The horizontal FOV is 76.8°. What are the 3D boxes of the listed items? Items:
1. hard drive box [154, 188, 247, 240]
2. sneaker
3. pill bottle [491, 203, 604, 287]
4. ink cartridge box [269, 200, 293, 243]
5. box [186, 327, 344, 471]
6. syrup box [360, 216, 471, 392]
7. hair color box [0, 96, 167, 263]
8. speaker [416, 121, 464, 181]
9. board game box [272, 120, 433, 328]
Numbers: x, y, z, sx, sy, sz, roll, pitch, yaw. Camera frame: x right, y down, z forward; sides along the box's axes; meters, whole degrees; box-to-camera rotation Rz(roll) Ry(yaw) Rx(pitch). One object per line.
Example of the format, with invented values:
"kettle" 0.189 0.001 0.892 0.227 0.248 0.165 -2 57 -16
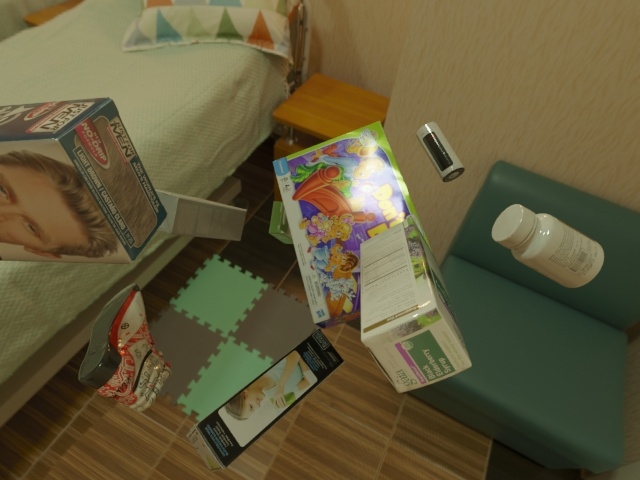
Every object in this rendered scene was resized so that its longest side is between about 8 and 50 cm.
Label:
"hard drive box" -0.333 -0.066 1.016 0.181 0.089 0.232 15 3 29
"sneaker" -0.365 0.207 0.793 0.090 0.145 0.270 -36 30 5
"pill bottle" 0.542 0.009 0.977 0.229 0.131 0.131 27 50 -8
"ink cartridge box" -0.118 -0.062 1.334 0.062 0.209 0.109 4 78 17
"box" -0.106 0.307 0.787 0.290 0.169 0.087 -31 76 -35
"syrup box" 0.114 0.071 0.538 0.096 0.093 0.237 -29 20 17
"hair color box" -0.400 -0.068 0.511 0.347 0.174 0.105 0 41 12
"speaker" 0.273 -0.204 0.926 0.055 0.055 0.136 -16 69 -19
"board game box" 0.062 -0.035 0.779 0.233 0.078 0.347 -20 67 8
